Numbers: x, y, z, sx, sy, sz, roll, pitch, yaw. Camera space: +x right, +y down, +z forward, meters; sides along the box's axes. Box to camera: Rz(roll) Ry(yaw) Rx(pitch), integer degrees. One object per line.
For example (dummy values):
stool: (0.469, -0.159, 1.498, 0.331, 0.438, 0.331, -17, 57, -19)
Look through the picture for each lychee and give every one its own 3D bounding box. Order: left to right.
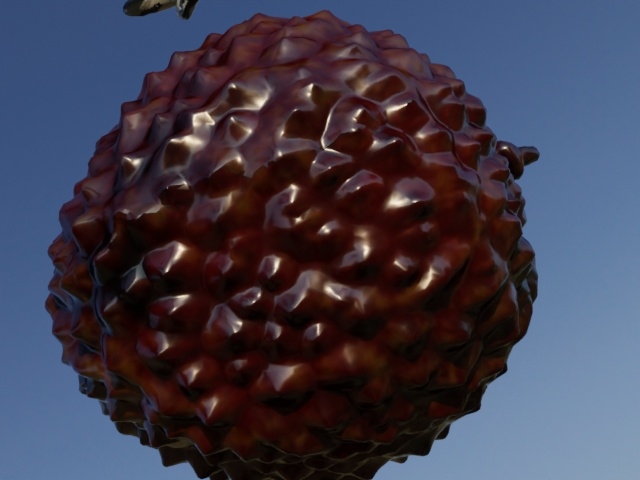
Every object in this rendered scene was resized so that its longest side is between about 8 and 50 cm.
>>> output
lychee: (0.000, 0.000, 0.875, 0.500, 0.424, 0.424, -30, -28, -18)

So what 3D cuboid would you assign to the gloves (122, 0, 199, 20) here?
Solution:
gloves: (-0.168, -0.362, 1.202, 0.212, 0.127, 0.111, -43, 7, 17)
